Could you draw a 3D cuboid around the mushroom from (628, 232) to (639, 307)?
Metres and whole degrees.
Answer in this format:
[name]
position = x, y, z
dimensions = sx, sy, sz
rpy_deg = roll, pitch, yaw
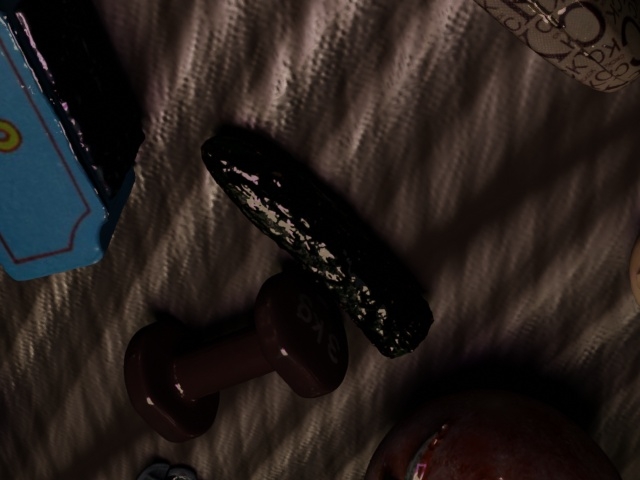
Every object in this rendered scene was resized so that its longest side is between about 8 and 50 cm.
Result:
[mushroom]
position = 0.362, 0.032, 0.959
dimensions = 0.154, 0.122, 0.154
rpy_deg = 1, 128, 1

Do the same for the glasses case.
[glasses case]
position = 0.118, -0.243, 0.761
dimensions = 0.354, 0.137, 0.085
rpy_deg = 37, 128, -20

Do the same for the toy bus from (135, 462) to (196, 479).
[toy bus]
position = -0.150, 0.402, 1.383
dimensions = 0.265, 0.121, 0.120
rpy_deg = 30, 138, -14

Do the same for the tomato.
[tomato]
position = 0.178, 0.316, 1.113
dimensions = 0.282, 0.317, 0.317
rpy_deg = 6, 136, -27

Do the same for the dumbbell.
[dumbbell]
position = -0.091, 0.127, 1.127
dimensions = 0.225, 0.124, 0.140
rpy_deg = -23, 121, 28

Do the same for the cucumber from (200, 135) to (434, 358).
[cucumber]
position = 0.000, 0.000, 1.035
dimensions = 0.081, 0.072, 0.303
rpy_deg = -28, 119, 30

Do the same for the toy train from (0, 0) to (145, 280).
[toy train]
position = -0.313, -0.119, 0.931
dimensions = 0.265, 0.188, 0.300
rpy_deg = -13, 124, 15
